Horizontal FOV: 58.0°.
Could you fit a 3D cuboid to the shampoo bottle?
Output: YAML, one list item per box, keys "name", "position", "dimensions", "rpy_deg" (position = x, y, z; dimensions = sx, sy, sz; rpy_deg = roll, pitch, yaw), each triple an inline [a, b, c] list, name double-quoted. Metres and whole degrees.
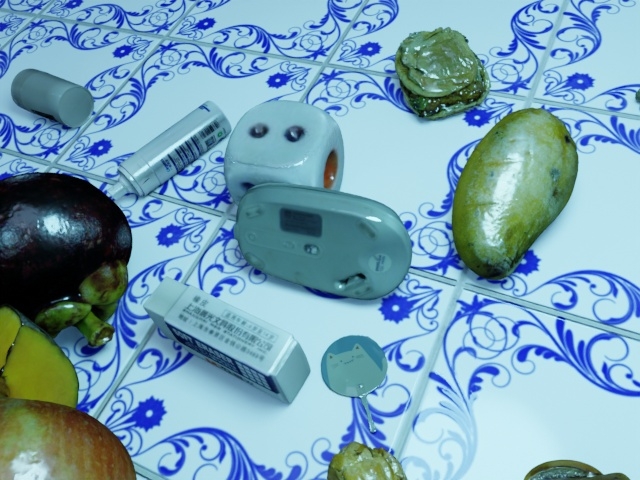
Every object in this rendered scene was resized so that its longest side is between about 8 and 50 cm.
- name: "shampoo bottle"
  position: [-0.340, -0.191, 1.284]
  dimensions: [0.303, 0.092, 0.092]
  rpy_deg: [-41, 58, -17]

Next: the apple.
- name: "apple"
  position: [-0.402, 0.370, 0.771]
  dimensions: [0.302, 0.301, 0.301]
  rpy_deg: [-5, 54, 7]

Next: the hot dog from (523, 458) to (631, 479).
- name: "hot dog"
  position: [0.350, 0.347, 0.789]
  dimensions: [0.141, 0.060, 0.089]
  rpy_deg: [4, 61, 9]

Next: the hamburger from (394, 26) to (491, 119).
- name: "hamburger"
  position: [0.265, -0.365, 1.286]
  dimensions: [0.183, 0.130, 0.206]
  rpy_deg: [-20, 73, -1]

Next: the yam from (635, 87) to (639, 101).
- name: "yam"
  position: [0.711, -0.279, 1.167]
  dimensions: [0.054, 0.054, 0.132]
  rpy_deg: [-38, 58, -16]

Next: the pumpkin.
- name: "pumpkin"
  position: [-0.516, 0.268, 0.971]
  dimensions: [0.169, 0.148, 0.312]
  rpy_deg: [12, 80, 45]

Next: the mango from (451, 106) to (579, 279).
- name: "mango"
  position: [0.341, -0.087, 1.045]
  dimensions: [0.177, 0.176, 0.329]
  rpy_deg: [27, 82, 51]

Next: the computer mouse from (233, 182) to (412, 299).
- name: "computer mouse"
  position: [0.002, -0.002, 1.036]
  dimensions: [0.331, 0.197, 0.095]
  rpy_deg: [14, 26, 17]

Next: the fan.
- name: "fan"
  position: [0.063, 0.234, 0.957]
  dimensions: [0.113, 0.005, 0.175]
  rpy_deg: [-16, 52, -1]

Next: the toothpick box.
- name: "toothpick box"
  position: [-0.675, -0.360, 1.456]
  dimensions: [0.181, 0.111, 0.111]
  rpy_deg: [22, 62, 23]

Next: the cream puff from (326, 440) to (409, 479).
- name: "cream puff"
  position: [0.072, 0.347, 0.814]
  dimensions: [0.104, 0.119, 0.133]
  rpy_deg: [-32, 81, -33]

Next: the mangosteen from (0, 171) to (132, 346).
- name: "mangosteen"
  position: [-0.498, 0.031, 1.053]
  dimensions: [0.297, 0.297, 0.313]
  rpy_deg: [14, 97, 19]

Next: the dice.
- name: "dice"
  position: [-0.066, -0.148, 1.138]
  dimensions: [0.192, 0.193, 0.194]
  rpy_deg: [12, 60, 17]

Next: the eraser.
- name: "eraser"
  position: [-0.158, 0.166, 0.975]
  dimensions: [0.279, 0.124, 0.081]
  rpy_deg: [21, 61, 24]
